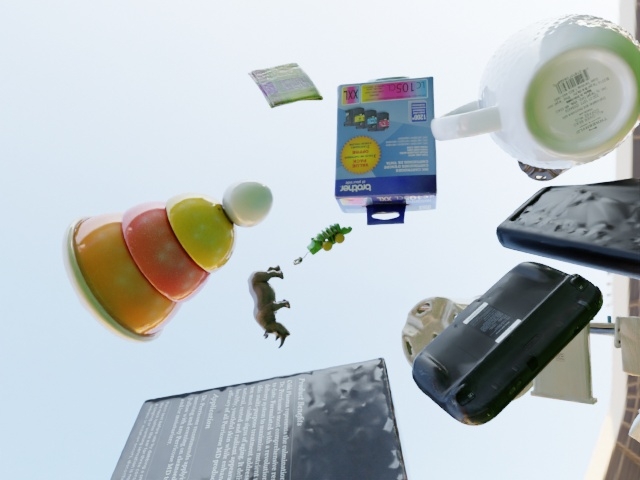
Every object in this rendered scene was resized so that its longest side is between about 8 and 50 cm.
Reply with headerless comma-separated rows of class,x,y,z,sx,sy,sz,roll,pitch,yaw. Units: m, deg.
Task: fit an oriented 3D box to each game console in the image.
game console,0.242,0.045,0.507,0.361,0.213,0.044,-37,-67,-14

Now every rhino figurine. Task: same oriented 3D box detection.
rhino figurine,-0.143,0.189,1.337,0.106,0.073,0.244,-10,-108,-12

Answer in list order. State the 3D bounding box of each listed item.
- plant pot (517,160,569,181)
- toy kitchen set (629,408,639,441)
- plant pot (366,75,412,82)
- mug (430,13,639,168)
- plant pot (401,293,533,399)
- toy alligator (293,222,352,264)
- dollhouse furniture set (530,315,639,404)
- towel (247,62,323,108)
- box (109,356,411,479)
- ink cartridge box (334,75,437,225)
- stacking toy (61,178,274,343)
plant pot,0.615,-0.244,1.227,0.165,0.167,0.167,-31,-69,-29
toy kitchen set,0.705,0.319,0.857,0.207,0.166,0.122,-21,-47,-43
plant pot,0.224,-0.425,1.514,0.290,0.290,0.196,-16,-71,-33
mug,0.396,-0.260,0.880,0.328,0.373,0.276,-52,-53,-64
plant pot,0.408,0.292,1.342,0.305,0.333,0.334,18,-97,-38
toy alligator,0.000,0.000,1.257,0.189,0.056,0.051,-31,-54,-8
dollhouse furniture set,0.694,0.286,1.173,0.303,0.286,0.198,9,-101,-48
towel,-0.038,-0.166,0.495,0.060,0.083,0.009,-17,-42,-17
box,-0.057,0.518,0.847,0.471,0.297,0.480,-11,-61,7
ink cartridge box,0.179,-0.223,1.268,0.151,0.269,0.396,44,-135,-72
stacking toy,-0.323,0.000,1.141,0.479,0.351,0.351,-29,-67,2
